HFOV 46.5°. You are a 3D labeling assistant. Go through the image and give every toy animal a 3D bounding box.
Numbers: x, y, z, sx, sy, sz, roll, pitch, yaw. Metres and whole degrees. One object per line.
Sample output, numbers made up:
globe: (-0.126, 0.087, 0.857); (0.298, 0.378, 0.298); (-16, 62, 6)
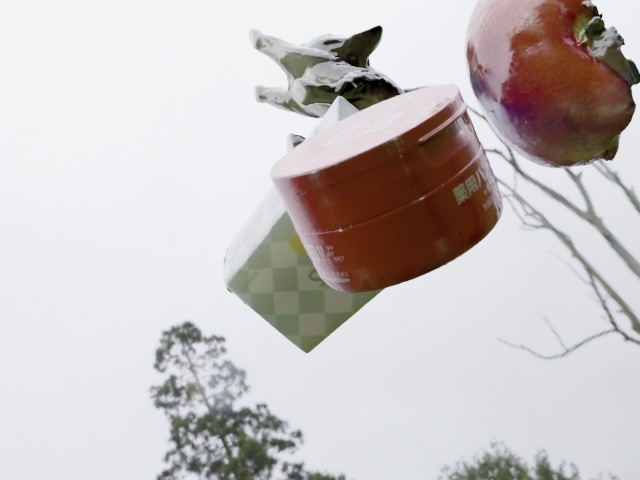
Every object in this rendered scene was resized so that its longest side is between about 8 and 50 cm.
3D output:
toy animal: (0.052, -0.285, 1.379); (0.302, 0.344, 0.194); (-10, -49, -17)

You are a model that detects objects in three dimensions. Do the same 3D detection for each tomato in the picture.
tomato: (0.318, -0.243, 1.149); (0.176, 0.335, 0.290); (-18, -17, -6)

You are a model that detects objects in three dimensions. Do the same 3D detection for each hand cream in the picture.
hand cream: (0.061, -0.049, 0.684); (0.193, 0.193, 0.125); (-29, -71, -6)

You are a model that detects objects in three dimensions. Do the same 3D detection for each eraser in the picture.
eraser: (0.000, 0.000, 1.047); (0.082, 0.213, 0.397); (-52, 2, -40)
